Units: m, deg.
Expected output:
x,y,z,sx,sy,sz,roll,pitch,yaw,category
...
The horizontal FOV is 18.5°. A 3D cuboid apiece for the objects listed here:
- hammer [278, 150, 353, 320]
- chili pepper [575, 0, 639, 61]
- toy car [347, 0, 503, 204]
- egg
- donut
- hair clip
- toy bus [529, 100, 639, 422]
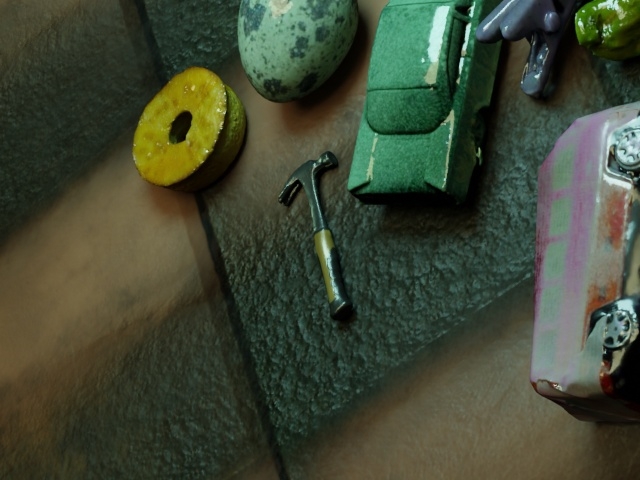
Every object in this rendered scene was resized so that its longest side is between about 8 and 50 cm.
x,y,z,sx,sy,sz,roll,pitch,yaw,category
0.000,0.000,2.137,0.078,0.021,0.201,-31,53,26,hammer
0.351,-0.222,1.914,0.204,0.072,0.073,-11,23,32,chili pepper
0.120,-0.193,2.071,0.141,0.097,0.321,1,72,39,toy car
-0.028,-0.236,2.191,0.132,0.132,0.172,21,96,43,egg
-0.149,-0.124,2.290,0.152,0.058,0.152,-18,61,34,donut
0.254,-0.285,1.998,0.278,0.090,0.137,-63,27,-2,hair clip
0.282,0.018,1.823,0.147,0.127,0.303,-9,65,40,toy bus
